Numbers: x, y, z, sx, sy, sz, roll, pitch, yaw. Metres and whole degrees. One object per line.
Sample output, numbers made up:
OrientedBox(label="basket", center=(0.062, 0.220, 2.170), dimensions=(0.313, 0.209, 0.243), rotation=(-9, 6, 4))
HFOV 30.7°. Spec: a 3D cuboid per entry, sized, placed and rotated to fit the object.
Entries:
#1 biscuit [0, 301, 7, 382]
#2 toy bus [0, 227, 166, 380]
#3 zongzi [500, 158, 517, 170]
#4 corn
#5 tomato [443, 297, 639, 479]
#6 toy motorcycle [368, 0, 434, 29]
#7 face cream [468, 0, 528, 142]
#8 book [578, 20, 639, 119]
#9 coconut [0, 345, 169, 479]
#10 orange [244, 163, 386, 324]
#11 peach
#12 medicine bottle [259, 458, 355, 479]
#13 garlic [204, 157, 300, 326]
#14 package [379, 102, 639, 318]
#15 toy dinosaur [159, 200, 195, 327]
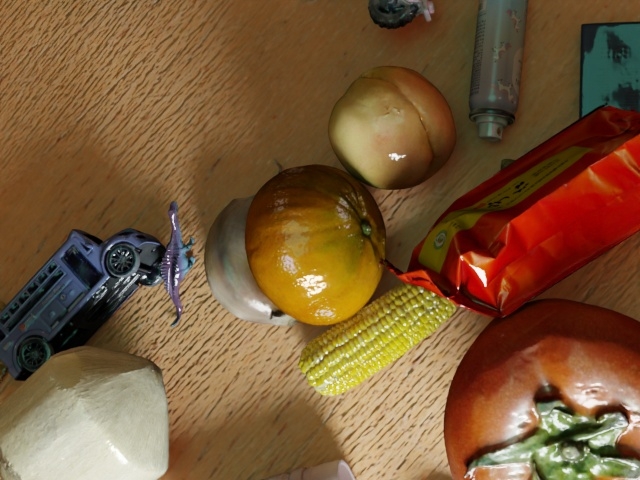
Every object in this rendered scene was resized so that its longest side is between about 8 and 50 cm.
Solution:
OrientedBox(label="biscuit", center=(-0.610, 0.179, 1.899), dimensions=(0.236, 0.013, 0.232), rotation=(29, 88, 18))
OrientedBox(label="toy bus", center=(-0.375, 0.083, 1.798), dimensions=(0.133, 0.125, 0.292), rotation=(44, 93, 16))
OrientedBox(label="zongzi", center=(0.311, -0.055, 1.691), dimensions=(0.109, 0.055, 0.119), rotation=(4, 101, 1))
OrientedBox(label="corn", center=(0.082, 0.135, 1.685), dimensions=(0.244, 0.093, 0.093), rotation=(-34, 73, 7))
OrientedBox(label="tomato", center=(0.332, 0.244, 1.513), dimensions=(0.341, 0.273, 0.342), rotation=(1, 93, 13))
OrientedBox(label="toy motorcycle", center=(0.165, -0.436, 1.765), dimensions=(0.204, 0.108, 0.239), rotation=(-9, 77, 13))
OrientedBox(label="face cream", center=(0.261, -0.260, 1.725), dimensions=(0.075, 0.075, 0.229), rotation=(5, 82, 15))
OrientedBox(label="book", center=(0.469, -0.187, 1.683), dimensions=(0.190, 0.025, 0.269), rotation=(0, 80, 16))
OrientedBox(label="coconut", center=(-0.332, 0.272, 1.697), dimensions=(0.266, 0.237, 0.237), rotation=(-38, 73, 12))
OrientedBox(label="orange", center=(0.000, 0.000, 1.656), dimensions=(0.171, 0.240, 0.240), rotation=(-21, 74, 30))
OrientedBox(label="peach", center=(0.108, -0.160, 1.694), dimensions=(0.184, 0.184, 0.184), rotation=(-3, 79, 14))
OrientedBox(label="medicine bottle", center=(-0.069, 0.403, 1.654), dimensions=(0.249, 0.133, 0.133), rotation=(-19, 75, 9))
OrientedBox(label="garlic", center=(-0.109, 0.006, 1.764), dimensions=(0.128, 0.148, 0.267), rotation=(-21, 76, 48))
OrientedBox(label="package", center=(0.295, -0.036, 1.557), dimensions=(0.423, 0.196, 0.123), rotation=(-33, 105, -6))
OrientedBox(label="toy dinosaur", center=(-0.222, 0.034, 1.790), dimensions=(0.045, 0.080, 0.198), rotation=(5, 105, 12))
